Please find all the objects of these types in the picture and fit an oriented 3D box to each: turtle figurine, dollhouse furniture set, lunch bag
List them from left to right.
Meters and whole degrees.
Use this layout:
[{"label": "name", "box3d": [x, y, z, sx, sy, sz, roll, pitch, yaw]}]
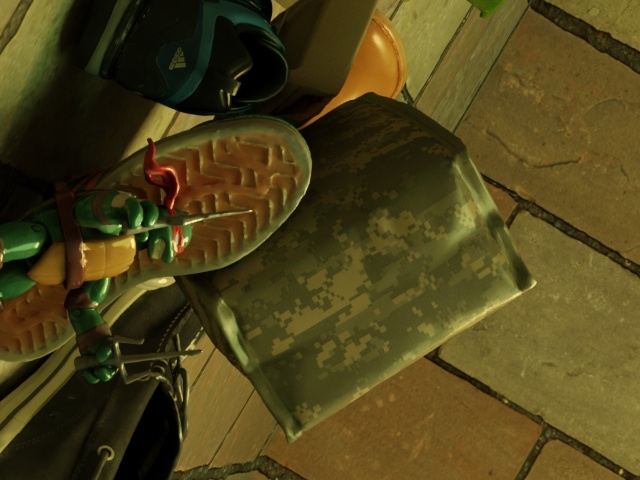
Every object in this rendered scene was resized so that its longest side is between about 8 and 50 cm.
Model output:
[{"label": "turtle figurine", "box3d": [-0.168, 0.018, 1.297, 0.118, 0.234, 0.175, -114, -160, -45]}, {"label": "lunch bag", "box3d": [0.000, 0.000, 1.524, 0.235, 0.169, 0.287, -32, -154, -5]}, {"label": "dollhouse furniture set", "box3d": [0.034, -0.165, 1.604, 0.197, 0.151, 0.302, -34, -152, 53]}]

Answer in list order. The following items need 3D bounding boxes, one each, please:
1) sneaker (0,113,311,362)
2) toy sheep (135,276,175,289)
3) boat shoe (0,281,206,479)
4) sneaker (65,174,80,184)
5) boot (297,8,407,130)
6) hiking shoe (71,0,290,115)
[{"label": "sneaker", "box3d": [-0.137, -0.022, 1.412, 0.302, 0.108, 0.121, -27, -159, 19]}, {"label": "toy sheep", "box3d": [-0.150, -0.001, 1.690, 0.132, 0.091, 0.091, -43, -178, 35]}, {"label": "boat shoe", "box3d": [-0.198, 0.174, 1.751, 0.187, 0.156, 0.500, -64, 174, 29]}, {"label": "sneaker", "box3d": [-0.184, -0.019, 1.537, 0.047, 0.057, 0.119, -58, 170, 5]}, {"label": "boot", "box3d": [-0.021, -0.116, 2.026, 0.220, 0.109, 0.283, -49, 174, -32]}, {"label": "hiking shoe", "box3d": [-0.083, -0.142, 1.444, 0.113, 0.132, 0.304, -62, 172, 18]}]
